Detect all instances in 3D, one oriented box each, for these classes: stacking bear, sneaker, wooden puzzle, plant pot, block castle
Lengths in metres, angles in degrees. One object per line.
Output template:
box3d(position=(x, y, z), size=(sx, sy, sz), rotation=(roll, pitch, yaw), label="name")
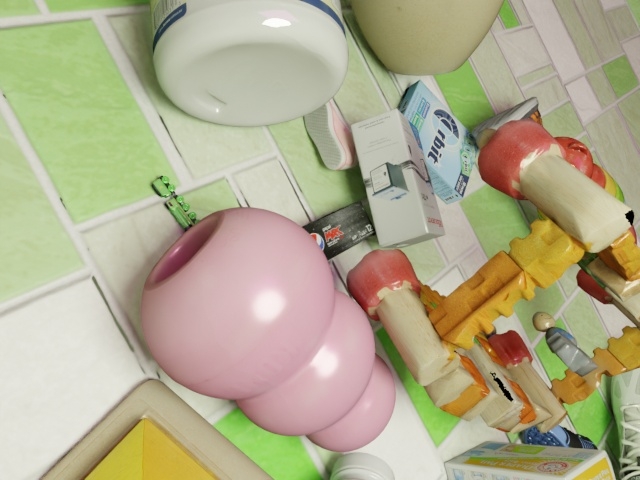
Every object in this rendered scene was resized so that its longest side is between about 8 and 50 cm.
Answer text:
box3d(position=(0.485, -0.080, 0.948), size=(0.289, 0.176, 0.164), rotation=(42, 67, -38), label="stacking bear")
box3d(position=(0.418, -0.185, 1.000), size=(0.321, 0.125, 0.180), rotation=(-30, 95, -52), label="sneaker")
box3d(position=(-0.163, 0.272, 0.451), size=(0.221, 0.044, 0.239), rotation=(36, 50, 13), label="wooden puzzle")
box3d(position=(0.185, -0.400, 0.868), size=(0.284, 0.284, 0.190), rotation=(-32, 130, -38), label="plant pot")
box3d(position=(0.274, 0.075, 0.680), size=(0.453, 0.303, 0.212), rotation=(31, 21, -41), label="block castle")
box3d(position=(0.631, 0.403, 0.918), size=(0.258, 0.169, 0.446), rotation=(25, 62, -49), label="sneaker")
box3d(position=(0.022, -0.171, 0.788), size=(0.070, 0.051, 0.134), rotation=(-5, 70, -51), label="sneaker")
box3d(position=(0.446, 0.379, 0.894), size=(0.232, 0.081, 0.090), rotation=(53, 50, -19), label="sneaker")

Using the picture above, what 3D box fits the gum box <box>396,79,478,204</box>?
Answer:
box3d(position=(0.214, -0.185, 0.932), size=(0.184, 0.041, 0.156), rotation=(40, 55, -20), label="gum box")

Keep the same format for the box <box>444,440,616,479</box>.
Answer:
box3d(position=(0.300, 0.362, 0.709), size=(0.114, 0.203, 0.103), rotation=(-5, 78, -37), label="box")

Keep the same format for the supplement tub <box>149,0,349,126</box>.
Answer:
box3d(position=(-0.099, -0.338, 0.635), size=(0.236, 0.235, 0.324), rotation=(2, 74, -35), label="supplement tub")

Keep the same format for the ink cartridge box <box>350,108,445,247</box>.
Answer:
box3d(position=(0.124, -0.090, 0.776), size=(0.140, 0.082, 0.190), rotation=(1, 73, -66), label="ink cartridge box")

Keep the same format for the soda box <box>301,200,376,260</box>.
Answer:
box3d(position=(0.000, 0.000, 0.709), size=(0.169, 0.053, 0.060), rotation=(-27, 91, -39), label="soda box")

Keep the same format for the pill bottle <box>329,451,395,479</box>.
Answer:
box3d(position=(0.038, 0.338, 0.559), size=(0.108, 0.108, 0.180), rotation=(50, 25, -12), label="pill bottle")

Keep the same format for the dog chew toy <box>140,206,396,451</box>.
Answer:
box3d(position=(-0.035, 0.121, 0.561), size=(0.332, 0.207, 0.206), rotation=(48, 53, -23), label="dog chew toy")

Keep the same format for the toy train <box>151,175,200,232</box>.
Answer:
box3d(position=(-0.179, -0.043, 0.618), size=(0.024, 0.017, 0.083), rotation=(-40, 99, -28), label="toy train")
